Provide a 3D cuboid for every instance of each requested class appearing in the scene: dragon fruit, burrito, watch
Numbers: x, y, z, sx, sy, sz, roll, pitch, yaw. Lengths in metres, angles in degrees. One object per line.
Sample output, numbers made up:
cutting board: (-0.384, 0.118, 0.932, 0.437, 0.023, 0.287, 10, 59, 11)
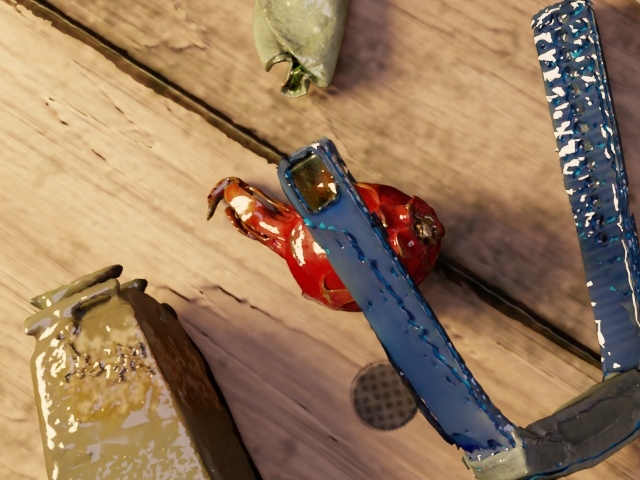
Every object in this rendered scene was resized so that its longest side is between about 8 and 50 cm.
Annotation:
dragon fruit: (0.000, 0.000, 1.319, 0.190, 0.094, 0.094, 10, 82, 35)
burrito: (-0.017, -0.159, 1.361, 0.074, 0.044, 0.118, 0, 78, 14)
watch: (0.141, 0.007, 1.262, 0.276, 0.068, 0.274, -31, 88, -34)

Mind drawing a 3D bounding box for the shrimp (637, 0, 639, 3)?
shrimp: (0.284, -0.182, 1.251, 0.221, 0.166, 0.410, -31, 68, 33)

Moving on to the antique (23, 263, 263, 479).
antique: (-0.110, 0.157, 1.282, 0.150, 0.125, 0.284, -21, 76, 7)
